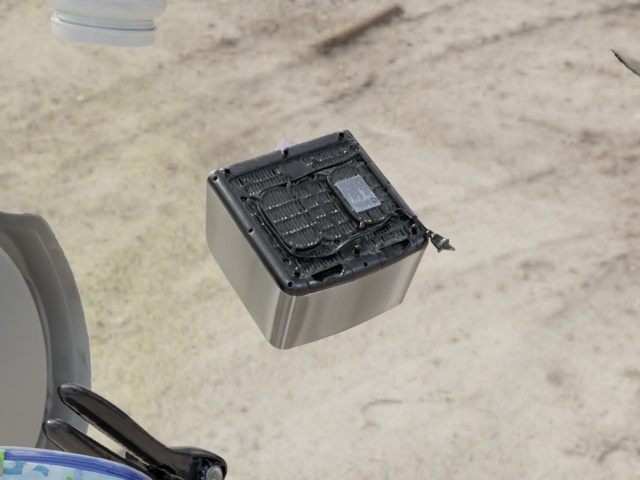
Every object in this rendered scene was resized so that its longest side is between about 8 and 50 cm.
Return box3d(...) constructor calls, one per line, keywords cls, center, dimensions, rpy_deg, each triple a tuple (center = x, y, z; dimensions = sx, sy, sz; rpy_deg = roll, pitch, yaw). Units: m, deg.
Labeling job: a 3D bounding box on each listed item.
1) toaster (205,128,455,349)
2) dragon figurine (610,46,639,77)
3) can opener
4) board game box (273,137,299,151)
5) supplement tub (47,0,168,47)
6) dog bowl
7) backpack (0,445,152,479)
box3d(cls="toaster", center=(0.000, 0.000, 1.072), dimensions=(0.168, 0.110, 0.186), rpy_deg=(-21, 57, -26))
box3d(cls="dragon figurine", center=(0.352, -0.088, 0.994), dimensions=(0.289, 0.144, 0.085), rpy_deg=(5, 59, -26))
box3d(cls="can opener", center=(-0.124, 0.153, 0.760), dimensions=(0.073, 0.186, 0.059), rpy_deg=(-9, 59, 25))
box3d(cls="board game box", center=(-0.034, -0.059, 1.190), dimensions=(0.020, 0.090, 0.090), rpy_deg=(41, 15, 30))
box3d(cls="supplement tub", center=(-0.244, -0.333, 1.291), dimensions=(0.144, 0.200, 0.144), rpy_deg=(7, 18, -2))
box3d(cls="dog bowl", center=(-0.326, 0.108, 0.902), dimensions=(0.102, 0.349, 0.349), rpy_deg=(-8, 29, 22))
box3d(cls="backpack", center=(-0.097, 0.127, 0.420), dimensions=(0.114, 0.105, 0.084), rpy_deg=(10, 60, 4))
